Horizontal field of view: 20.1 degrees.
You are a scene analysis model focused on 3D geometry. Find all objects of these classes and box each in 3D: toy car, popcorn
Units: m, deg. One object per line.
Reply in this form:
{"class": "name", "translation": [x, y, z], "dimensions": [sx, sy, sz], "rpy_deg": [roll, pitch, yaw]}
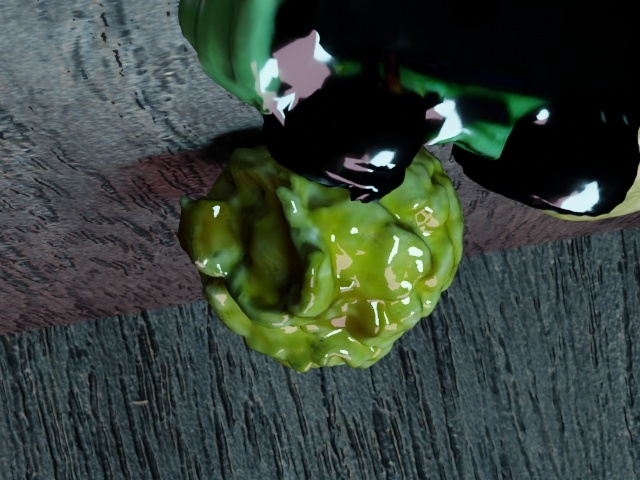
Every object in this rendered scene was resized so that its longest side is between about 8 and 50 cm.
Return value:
{"class": "toy car", "translation": [0.073, -0.137, 0.844], "dimensions": [0.358, 0.213, 0.176], "rpy_deg": [3, -160, -47]}
{"class": "popcorn", "translation": [0.000, 0.000, 1.717], "dimensions": [0.270, 0.224, 0.258], "rpy_deg": [-1, 156, -3]}

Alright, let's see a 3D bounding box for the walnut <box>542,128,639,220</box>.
{"class": "walnut", "translation": [0.213, -0.112, 1.281], "dimensions": [0.225, 0.193, 0.193], "rpy_deg": [-19, 169, 33]}
